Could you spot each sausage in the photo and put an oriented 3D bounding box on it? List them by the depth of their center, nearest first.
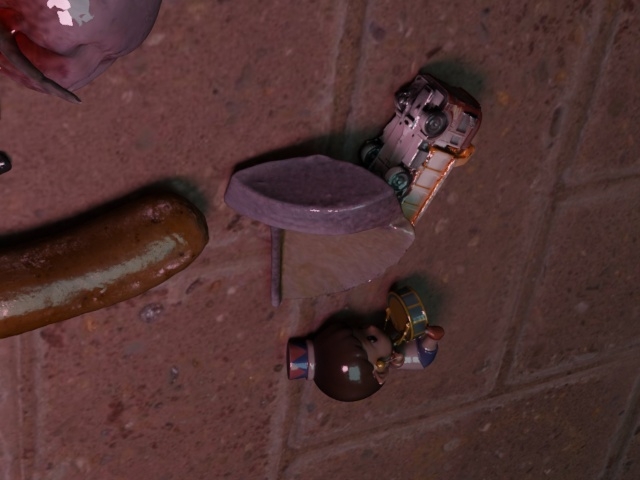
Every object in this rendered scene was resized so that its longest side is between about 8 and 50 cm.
[{"bbox_3d":[-0.387,0.055,1.461,0.501,0.123,0.136,-18,129,-20],"label":"sausage"}]

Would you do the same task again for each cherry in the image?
[{"bbox_3d":[-0.284,-0.322,1.121,0.335,0.291,0.326,-48,145,-44],"label":"cherry"}]

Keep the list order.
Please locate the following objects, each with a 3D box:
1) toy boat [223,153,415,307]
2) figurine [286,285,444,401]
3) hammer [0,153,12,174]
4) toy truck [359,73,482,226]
[{"bbox_3d":[0.012,-0.017,1.639,0.276,0.111,0.293,-5,142,18],"label":"toy boat"},{"bbox_3d":[0.073,0.192,1.862,0.276,0.161,0.158,-22,109,-20],"label":"figurine"},{"bbox_3d":[-0.515,-0.045,1.368,0.246,0.029,0.103,-34,136,-9],"label":"hammer"},{"bbox_3d":[0.147,-0.125,1.686,0.135,0.114,0.270,13,117,-40],"label":"toy truck"}]
